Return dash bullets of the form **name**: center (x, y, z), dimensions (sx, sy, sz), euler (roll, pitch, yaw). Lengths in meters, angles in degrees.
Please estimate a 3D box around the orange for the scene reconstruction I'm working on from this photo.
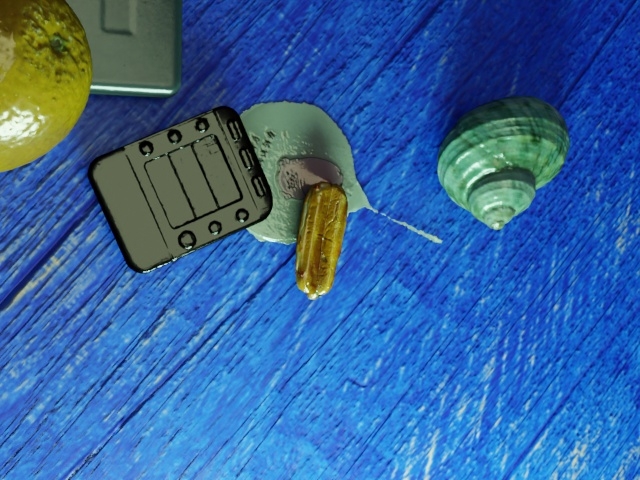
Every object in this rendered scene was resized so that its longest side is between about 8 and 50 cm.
- **orange**: center (-0.350, -0.172, 1.126), dimensions (0.236, 0.236, 0.236), euler (0, 90, -21)

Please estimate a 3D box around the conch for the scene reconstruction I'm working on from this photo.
- **conch**: center (0.236, -0.103, 1.410), dimensions (0.188, 0.122, 0.176), euler (-54, 131, -9)

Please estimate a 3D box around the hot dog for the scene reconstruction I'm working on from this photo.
- **hot dog**: center (-0.001, 0.000, 1.350), dimensions (0.062, 0.038, 0.144), euler (8, 92, -25)

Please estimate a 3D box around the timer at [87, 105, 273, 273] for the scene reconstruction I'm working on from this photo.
- **timer**: center (-0.159, -0.059, 1.292), dimensions (0.187, 0.055, 0.144), euler (-24, 95, -14)

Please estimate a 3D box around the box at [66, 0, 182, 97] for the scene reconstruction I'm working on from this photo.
- **box**: center (-0.234, -0.279, 1.264), dimensions (0.160, 0.050, 0.230), euler (1, 90, -21)

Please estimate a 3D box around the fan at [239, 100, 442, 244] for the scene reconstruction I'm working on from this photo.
- **fan**: center (0.023, -0.057, 1.383), dimensions (0.310, 0.010, 0.182), euler (22, 82, -19)
